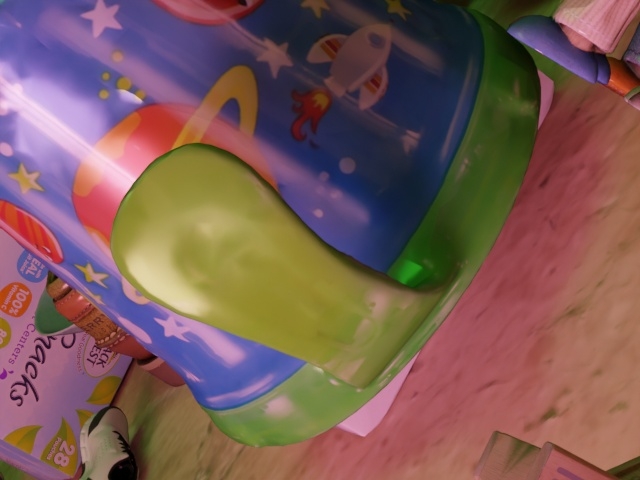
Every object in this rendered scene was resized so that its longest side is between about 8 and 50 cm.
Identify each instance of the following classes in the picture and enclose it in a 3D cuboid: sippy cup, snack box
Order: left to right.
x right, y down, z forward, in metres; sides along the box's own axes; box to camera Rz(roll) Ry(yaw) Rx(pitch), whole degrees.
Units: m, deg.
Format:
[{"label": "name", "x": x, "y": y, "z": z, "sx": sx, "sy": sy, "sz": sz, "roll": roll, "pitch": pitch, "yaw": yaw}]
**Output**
[{"label": "snack box", "x": -0.229, "y": 0.057, "z": 1.043, "sx": 0.070, "sy": 0.174, "sz": 0.207, "roll": -26, "pitch": 35, "yaw": 59}, {"label": "sippy cup", "x": -0.059, "y": -0.058, "z": 0.617, "sx": 0.305, "sy": 0.224, "sz": 0.240, "roll": -17, "pitch": 43, "yaw": 61}]

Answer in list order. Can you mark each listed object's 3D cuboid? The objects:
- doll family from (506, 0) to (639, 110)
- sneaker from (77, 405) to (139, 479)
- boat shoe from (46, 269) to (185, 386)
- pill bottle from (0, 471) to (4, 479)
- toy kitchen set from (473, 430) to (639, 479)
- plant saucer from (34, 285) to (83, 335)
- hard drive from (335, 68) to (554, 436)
[{"label": "doll family", "x": 0.163, "y": -0.124, "z": 0.517, "sx": 0.163, "sy": 0.118, "sz": 0.263, "roll": -59, "pitch": 0, "yaw": 12}, {"label": "sneaker", "x": -0.137, "y": 0.149, "z": 0.896, "sx": 0.044, "sy": 0.040, "sz": 0.109, "roll": -31, "pitch": 30, "yaw": 19}, {"label": "boat shoe", "x": -0.069, "y": -0.065, "z": 0.830, "sx": 0.111, "sy": 0.104, "sz": 0.307, "roll": -35, "pitch": 28, "yaw": 47}, {"label": "pill bottle", "x": -0.330, "y": 0.270, "z": 1.021, "sx": 0.130, "sy": 0.130, "sz": 0.245, "roll": -46, "pitch": 22, "yaw": 30}, {"label": "toy kitchen set", "x": 0.106, "y": 0.053, "z": 0.383, "sx": 0.083, "sy": 0.075, "sz": 0.068, "roll": -63, "pitch": 21, "yaw": -7}, {"label": "plant saucer", "x": -0.127, "y": 0.001, "z": 0.964, "sx": 0.195, "sy": 0.037, "sz": 0.195, "roll": -39, "pitch": 24, "yaw": 20}, {"label": "hard drive", "x": 0.000, "y": 0.000, "z": 0.786, "sx": 0.203, "sy": 0.040, "sz": 0.307, "roll": -61, "pitch": 20, "yaw": -12}]
